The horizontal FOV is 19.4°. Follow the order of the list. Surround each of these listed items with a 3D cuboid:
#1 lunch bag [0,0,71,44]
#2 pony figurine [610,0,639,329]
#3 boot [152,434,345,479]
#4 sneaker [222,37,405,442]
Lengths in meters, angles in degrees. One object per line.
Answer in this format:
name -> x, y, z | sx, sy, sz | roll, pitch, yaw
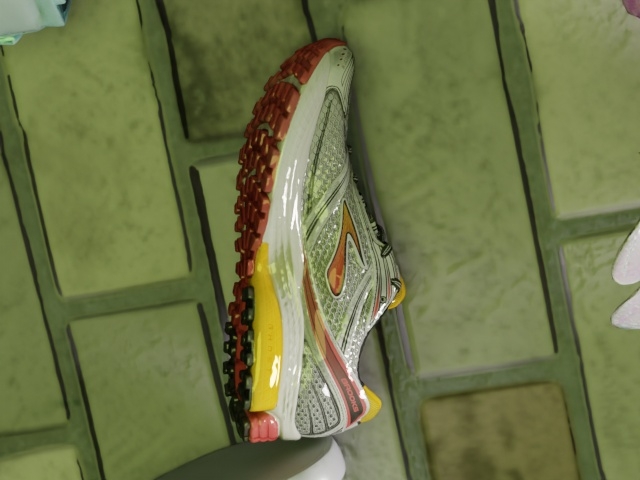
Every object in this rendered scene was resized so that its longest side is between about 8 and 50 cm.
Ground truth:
lunch bag -> -0.265, -0.220, 1.009 | 0.223, 0.160, 0.262 | -10, 105, 10
pony figurine -> 0.269, -0.091, 0.881 | 0.363, 0.303, 0.351 | 4, 70, 16
boot -> -0.077, 0.206, 1.099 | 0.258, 0.095, 0.123 | -23, 102, 25
sneaker -> 0.000, 0.000, 1.044 | 0.092, 0.088, 0.225 | 2, 99, -14
